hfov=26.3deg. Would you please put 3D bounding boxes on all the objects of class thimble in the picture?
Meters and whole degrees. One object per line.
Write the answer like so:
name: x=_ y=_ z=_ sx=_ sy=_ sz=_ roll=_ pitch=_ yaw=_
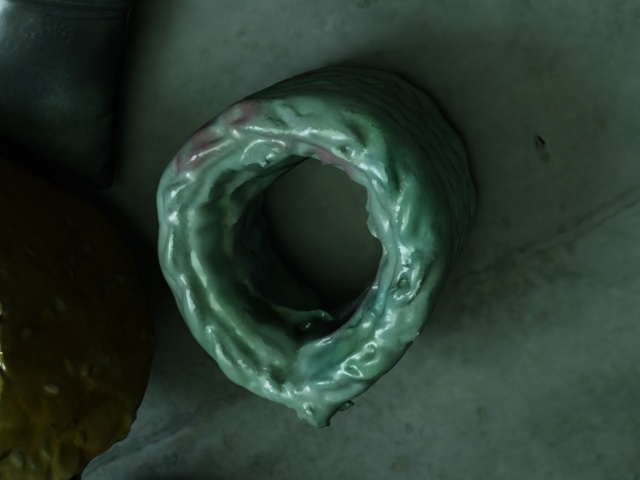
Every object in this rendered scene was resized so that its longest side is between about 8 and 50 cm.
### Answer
thimble: x=0.000 y=0.000 z=0.866 sx=0.185 sy=0.149 sz=0.211 roll=0 pitch=107 yaw=16

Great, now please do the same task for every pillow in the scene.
pillow: x=-0.198 y=-0.167 z=0.900 sx=0.186 sy=0.106 sz=0.250 roll=19 pitch=116 yaw=3

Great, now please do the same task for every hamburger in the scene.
hamburger: x=-0.210 y=0.049 z=0.919 sx=0.162 sy=0.209 sz=0.330 roll=-47 pitch=57 yaw=19
